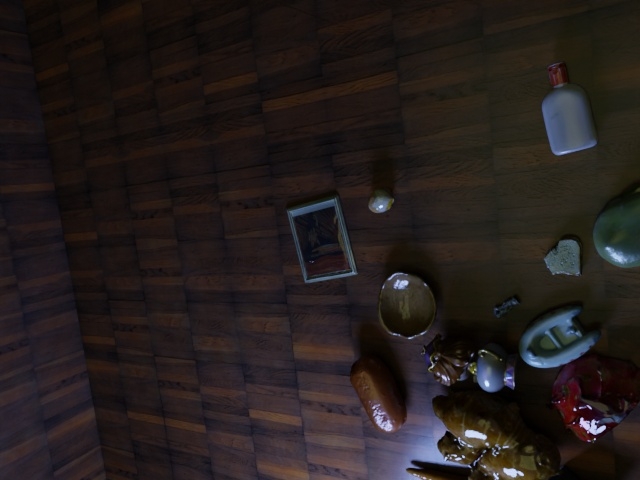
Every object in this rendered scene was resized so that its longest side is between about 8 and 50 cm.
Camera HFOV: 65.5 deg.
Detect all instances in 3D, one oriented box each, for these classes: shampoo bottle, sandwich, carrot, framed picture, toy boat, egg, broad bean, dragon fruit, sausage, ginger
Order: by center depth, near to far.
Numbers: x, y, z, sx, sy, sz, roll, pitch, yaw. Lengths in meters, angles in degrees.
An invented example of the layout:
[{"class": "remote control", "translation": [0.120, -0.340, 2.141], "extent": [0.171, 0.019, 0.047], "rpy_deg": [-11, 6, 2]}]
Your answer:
[{"class": "broad bean", "translation": [0.756, -0.039, 1.186], "extent": [0.169, 0.100, 0.228], "rpy_deg": [24, 112, 32]}, {"class": "shampoo bottle", "translation": [0.612, -0.331, 1.240], "extent": [0.108, 0.051, 0.221], "rpy_deg": [-13, 93, 33]}, {"class": "dragon fruit", "translation": [0.685, 0.404, 1.287], "extent": [0.161, 0.126, 0.274], "rpy_deg": [40, 115, 17]}, {"class": "sandwich", "translation": [0.636, 0.039, 1.302], "extent": [0.093, 0.035, 0.105], "rpy_deg": [5, 100, 30]}, {"class": "toy boat", "translation": [0.621, 0.261, 1.317], "extent": [0.207, 0.078, 0.134], "rpy_deg": [-38, 70, 27]}, {"class": "ginger", "translation": [0.479, 0.570, 1.428], "extent": [0.357, 0.152, 0.274], "rpy_deg": [43, 128, 16]}, {"class": "egg", "translation": [0.181, -0.119, 1.516], "extent": [0.071, 0.071, 0.083], "rpy_deg": [48, 121, 14]}, {"class": "carrot", "translation": [0.423, 0.758, 1.542], "extent": [0.335, 0.069, 0.069], "rpy_deg": [-1, 99, 33]}, {"class": "sausage", "translation": [0.188, 0.490, 1.591], "extent": [0.133, 0.133, 0.259], "rpy_deg": [-29, 83, 31]}, {"class": "framed picture", "translation": [0.000, 0.000, 1.673], "extent": [0.216, 0.016, 0.274], "rpy_deg": [-14, 92, 31]}]

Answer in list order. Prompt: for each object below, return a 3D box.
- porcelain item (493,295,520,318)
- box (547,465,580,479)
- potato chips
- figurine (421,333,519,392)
[{"class": "porcelain item", "translation": [0.522, 0.190, 1.401], "extent": [0.083, 0.028, 0.036], "rpy_deg": [-44, 60, 30]}, {"class": "box", "translation": [0.644, 0.748, 1.362], "extent": [0.135, 0.163, 0.243], "rpy_deg": [44, 118, 26]}, {"class": "potato chips", "translation": [0.265, 0.193, 1.529], "extent": [0.195, 0.062, 0.208], "rpy_deg": [-33, 81, 25]}, {"class": "figurine", "translation": [0.421, 0.347, 1.418], "extent": [0.263, 0.142, 0.190], "rpy_deg": [6, 136, 26]}]
